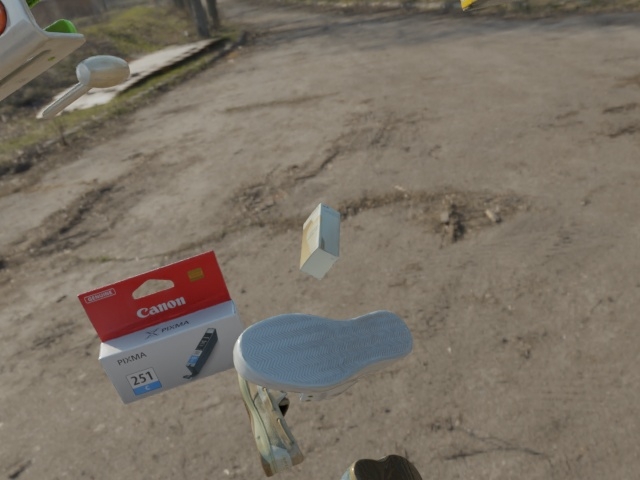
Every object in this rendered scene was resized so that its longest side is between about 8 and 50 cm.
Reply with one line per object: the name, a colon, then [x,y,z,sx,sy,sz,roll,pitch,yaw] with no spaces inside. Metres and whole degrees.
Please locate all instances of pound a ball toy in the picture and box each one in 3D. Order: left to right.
pound a ball toy: [-0.467,-0.265,0.962,0.319,0.208,0.135,-21,6,26]

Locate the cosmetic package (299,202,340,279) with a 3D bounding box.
cosmetic package: [0.000,0.000,1.054,0.041,0.060,0.115,26,35,-18]

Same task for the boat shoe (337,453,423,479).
boat shoe: [0.148,0.605,1.626,0.098,0.302,0.109,-43,52,23]

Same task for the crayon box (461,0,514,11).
crayon box: [0.134,-0.335,0.419,0.083,0.323,0.203,-12,12,-3]

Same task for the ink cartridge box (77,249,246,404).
ink cartridge box: [-0.317,0.186,1.364,0.296,0.261,0.066,-19,30,-4]

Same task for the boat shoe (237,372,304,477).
boat shoe: [-0.130,0.420,1.642,0.110,0.122,0.341,-18,51,-7]

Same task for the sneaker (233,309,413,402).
sneaker: [-0.022,0.177,0.892,0.292,0.108,0.169,3,-34,-43]
